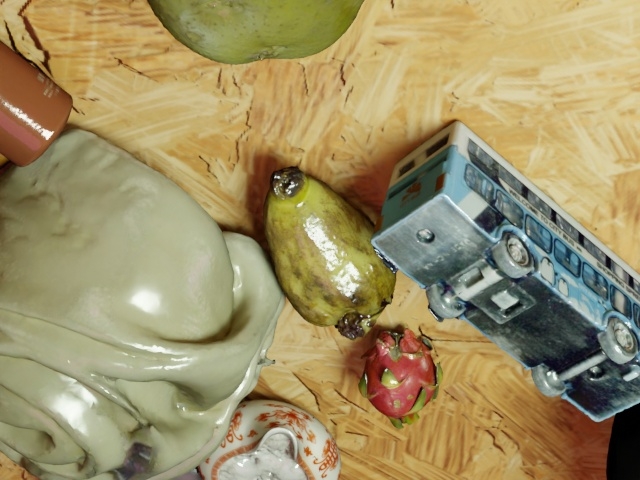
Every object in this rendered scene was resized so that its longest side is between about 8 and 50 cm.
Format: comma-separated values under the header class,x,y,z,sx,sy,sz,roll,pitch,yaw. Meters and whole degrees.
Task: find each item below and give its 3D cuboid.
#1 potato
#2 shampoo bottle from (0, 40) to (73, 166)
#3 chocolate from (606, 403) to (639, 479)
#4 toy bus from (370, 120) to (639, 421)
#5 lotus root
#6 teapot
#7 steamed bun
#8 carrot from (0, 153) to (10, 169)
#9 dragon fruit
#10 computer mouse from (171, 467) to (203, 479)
class,x,y,z,sx,sy,sz,roll,pitch,yaw
potato,-0.049,-0.243,0.965,0.174,0.159,0.251,-8,127,-12
shampoo bottle,-0.332,-0.164,1.156,0.244,0.085,0.085,37,130,-21
chocolate,0.389,0.254,1.282,0.283,0.284,0.186,13,146,0
toy bus,0.186,0.033,1.194,0.297,0.131,0.106,37,130,-23
lotus root,0.000,0.000,1.237,0.108,0.094,0.191,-27,117,4
teapot,-0.059,0.250,1.476,0.159,0.116,0.246,2,133,-6
steamed bun,-0.218,0.102,1.268,0.342,0.255,0.368,24,133,-7
carrot,-0.355,-0.059,1.286,0.209,0.061,0.061,-29,122,28
dragon fruit,0.080,0.145,1.363,0.086,0.081,0.116,4,134,-5
computer mouse,-0.223,0.287,1.584,0.232,0.057,0.120,-4,132,20
